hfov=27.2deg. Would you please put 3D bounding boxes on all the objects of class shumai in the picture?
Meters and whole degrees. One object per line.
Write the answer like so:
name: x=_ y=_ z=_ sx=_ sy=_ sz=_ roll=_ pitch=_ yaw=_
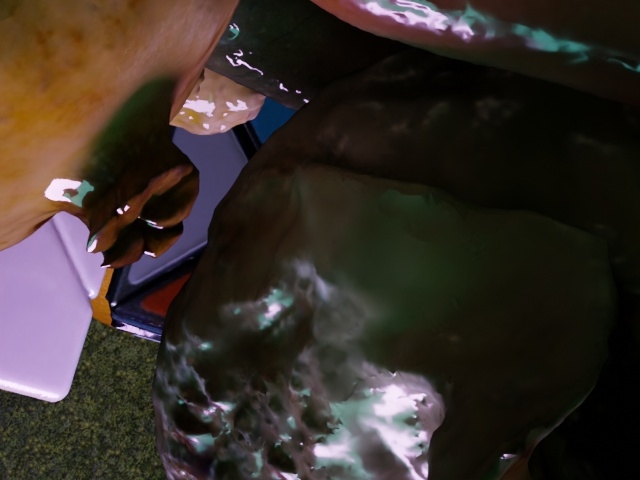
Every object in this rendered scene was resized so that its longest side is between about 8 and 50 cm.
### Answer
shumai: x=0.135 y=0.094 z=0.702 sx=0.395 sy=0.395 sz=0.348 roll=23 pitch=-166 yaw=-40

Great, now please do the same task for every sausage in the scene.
sausage: x=0.189 y=-0.094 z=0.606 sx=0.418 sy=0.094 sz=0.094 roll=16 pitch=-159 yaw=4

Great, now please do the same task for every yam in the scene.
yam: x=-0.030 y=-0.132 z=0.757 sx=0.259 sy=0.106 sz=0.106 roll=24 pitch=170 yaw=-31

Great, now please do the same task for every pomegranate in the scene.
pomegranate: x=-0.177 y=-0.126 z=0.530 sx=0.307 sy=0.307 sz=0.307 roll=16 pitch=173 yaw=2

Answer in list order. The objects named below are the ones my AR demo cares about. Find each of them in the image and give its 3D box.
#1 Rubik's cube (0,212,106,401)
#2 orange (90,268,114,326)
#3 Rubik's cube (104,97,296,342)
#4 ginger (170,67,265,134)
Rubik's cube: x=-0.350 y=-0.076 z=1.044 sx=0.318 sy=0.322 sz=0.316 roll=20 pitch=173 yaw=-33
orange: x=-0.179 y=-0.020 z=1.402 sx=0.264 sy=0.264 sz=0.264 roll=16 pitch=173 yaw=2
Rubik's cube: x=0.001 y=0.000 z=1.119 sx=0.250 sy=0.246 sz=0.248 roll=14 pitch=172 yaw=18
ginger: x=-0.179 y=-0.155 z=0.806 sx=0.354 sy=0.126 sz=0.190 roll=17 pitch=-158 yaw=-41
